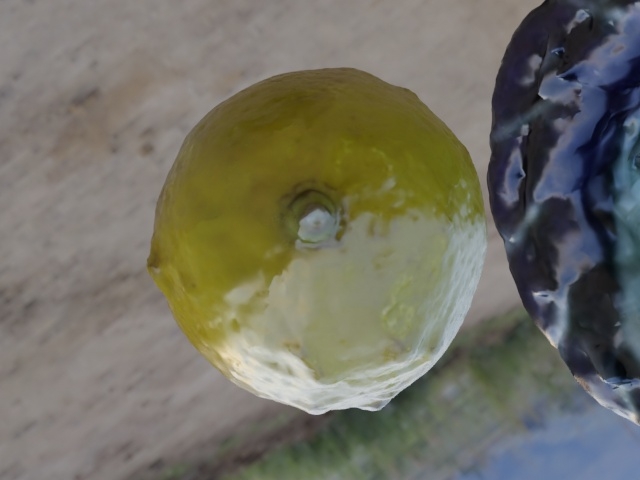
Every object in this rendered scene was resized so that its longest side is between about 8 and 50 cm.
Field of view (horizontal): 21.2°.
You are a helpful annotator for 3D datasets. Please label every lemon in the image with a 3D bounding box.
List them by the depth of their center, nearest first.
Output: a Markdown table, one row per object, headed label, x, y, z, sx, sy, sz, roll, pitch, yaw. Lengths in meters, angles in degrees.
| label | x | y | z | sx | sy | sz | roll | pitch | yaw |
| --- | --- | --- | --- | --- | --- | --- | --- | --- | --- |
| lemon | 0.000 | 0.000 | 1.159 | 0.233 | 0.233 | 0.288 | -38 | 174 | -8 |

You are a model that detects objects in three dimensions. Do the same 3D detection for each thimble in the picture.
| label | x | y | z | sx | sy | sz | roll | pitch | yaw |
| --- | --- | --- | --- | --- | --- | --- | --- | --- | --- |
| thimble | 0.188 | -0.035 | 0.655 | 0.150 | 0.237 | 0.237 | -25 | 164 | -52 |
